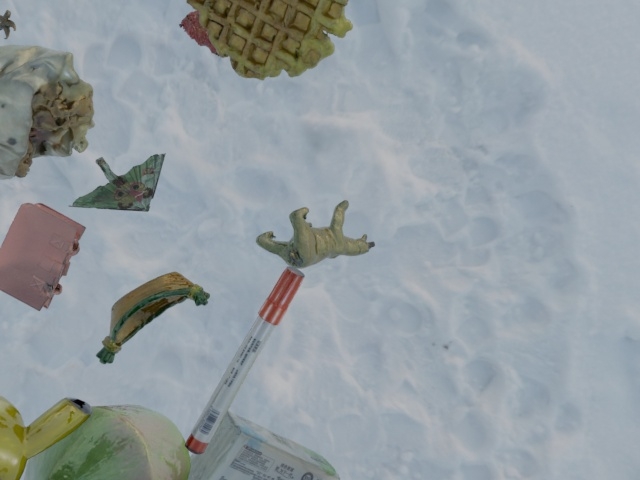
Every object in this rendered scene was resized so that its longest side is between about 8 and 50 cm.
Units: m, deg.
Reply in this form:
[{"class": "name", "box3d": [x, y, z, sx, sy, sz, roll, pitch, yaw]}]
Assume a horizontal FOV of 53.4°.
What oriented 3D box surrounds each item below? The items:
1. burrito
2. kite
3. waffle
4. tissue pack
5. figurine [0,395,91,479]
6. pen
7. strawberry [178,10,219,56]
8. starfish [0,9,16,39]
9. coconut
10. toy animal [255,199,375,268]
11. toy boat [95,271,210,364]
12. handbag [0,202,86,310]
[{"class": "burrito", "box3d": [-0.355, -0.090, 0.493, 0.391, 0.076, 0.117, 0, 124, 10]}, {"class": "kite", "box3d": [-0.577, -0.160, 1.872, 0.322, 0.268, 0.013, -30, 54, 3]}, {"class": "waffle", "box3d": [-0.099, -0.442, 1.113, 0.301, 0.068, 0.325, -8, 117, 27]}, {"class": "tissue pack", "box3d": [-0.114, 0.396, 1.090, 0.229, 0.145, 0.159, 35, 89, -29]}, {"class": "figurine", "box3d": [-0.450, 0.219, 0.690, 0.218, 0.169, 0.326, -34, 131, 17]}, {"class": "pen", "box3d": [-0.086, 0.136, 0.721, 0.028, 0.028, 0.239, 29, 95, -9]}, {"class": "strawberry", "box3d": [-0.310, -0.659, 1.932, 0.228, 0.098, 0.174, 34, 54, 20]}, {"class": "starfish", "box3d": [-0.861, -0.591, 1.734, 0.091, 0.028, 0.078, 26, 113, 16]}, {"class": "coconut", "box3d": [-0.302, 0.336, 0.901, 0.235, 0.236, 0.205, 15, 86, -11]}, {"class": "toy animal", "box3d": [0.000, 0.000, 1.150, 0.218, 0.103, 0.101, -13, 68, -49]}, {"class": "toy boat", "box3d": [-0.309, 0.133, 1.144, 0.229, 0.089, 0.088, -31, 69, 2]}, {"class": "handbag", "box3d": [-0.640, 0.034, 1.441, 0.157, 0.059, 0.213, 27, 94, 5]}]
